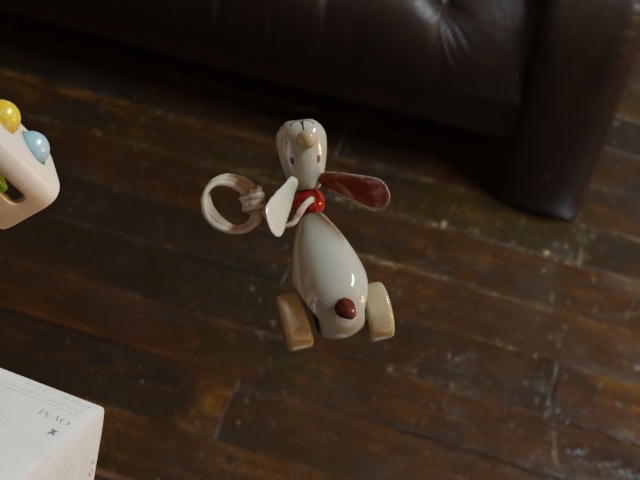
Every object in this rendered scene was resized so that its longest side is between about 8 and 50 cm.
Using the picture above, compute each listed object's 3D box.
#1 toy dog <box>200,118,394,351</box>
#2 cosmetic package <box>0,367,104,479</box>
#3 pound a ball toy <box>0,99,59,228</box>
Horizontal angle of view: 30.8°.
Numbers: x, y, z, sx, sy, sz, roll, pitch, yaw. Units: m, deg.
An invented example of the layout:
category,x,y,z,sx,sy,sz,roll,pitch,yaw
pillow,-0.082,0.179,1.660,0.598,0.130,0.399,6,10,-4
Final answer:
category,x,y,z,sx,sy,sz,roll,pitch,yaw
toy dog,0.000,0.000,1.576,0.220,0.161,0.334,-32,90,-13
cosmetic package,-0.363,0.222,1.105,0.224,0.138,0.225,18,24,13
pound a ball toy,-0.510,-0.193,1.658,0.135,0.319,0.208,-30,52,5
